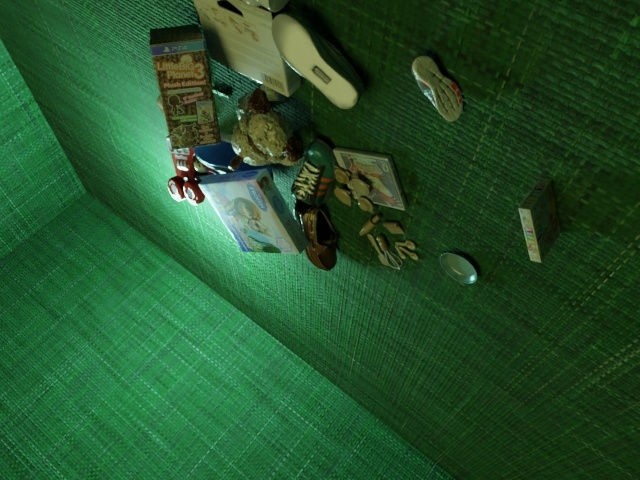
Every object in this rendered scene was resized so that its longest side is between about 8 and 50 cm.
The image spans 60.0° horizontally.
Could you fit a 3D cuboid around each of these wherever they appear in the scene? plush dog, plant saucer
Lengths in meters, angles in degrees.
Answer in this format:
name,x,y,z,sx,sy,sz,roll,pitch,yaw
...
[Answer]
name,x,y,z,sx,sy,sz,roll,pitch,yaw
plush dog,-0.163,-0.302,1.596,0.262,0.210,0.225,49,153,-12
plant saucer,0.398,0.073,1.583,0.119,0.021,0.119,34,154,19

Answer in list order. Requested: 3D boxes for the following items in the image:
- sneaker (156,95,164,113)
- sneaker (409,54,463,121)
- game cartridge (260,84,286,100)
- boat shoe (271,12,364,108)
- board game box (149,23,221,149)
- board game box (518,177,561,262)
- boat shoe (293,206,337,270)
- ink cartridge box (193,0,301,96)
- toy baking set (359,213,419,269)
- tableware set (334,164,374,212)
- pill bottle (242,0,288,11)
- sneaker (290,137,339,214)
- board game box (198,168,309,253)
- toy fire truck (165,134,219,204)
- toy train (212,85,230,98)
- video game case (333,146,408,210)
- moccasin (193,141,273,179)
name,x,y,z,sx,sy,sz,roll,pitch,yaw
sneaker,-0.487,-0.477,1.965,0.235,0.090,0.095,29,139,20
sneaker,0.244,-0.323,1.170,0.158,0.061,0.065,53,180,-18
game cartridge,-0.138,-0.427,1.591,0.083,0.017,0.056,15,140,45
boat shoe,0.001,-0.429,1.301,0.267,0.088,0.096,40,132,-8
board game box,-0.385,-0.440,1.579,0.232,0.141,0.291,-116,19,-56
board game box,0.475,-0.043,1.193,0.026,0.103,0.154,16,145,44
boat shoe,0.000,0.000,1.945,0.104,0.111,0.307,19,146,43
ink cartridge box,-0.193,-0.535,1.428,0.296,0.066,0.261,32,156,23
toy baking set,0.207,0.013,1.757,0.197,0.030,0.256,44,155,-3
tableware set,0.094,-0.146,1.632,0.141,0.020,0.168,31,154,27
pill bottle,-0.169,-0.603,1.235,0.216,0.121,0.121,36,154,14
sneaker,-0.024,-0.179,1.687,0.108,0.121,0.302,35,153,16
board game box,-0.234,-0.093,1.931,0.318,0.066,0.318,0,130,44
toy fire truck,-0.494,-0.292,2.179,0.302,0.169,0.254,14,124,45
toy train,-0.320,-0.475,1.780,0.083,0.017,0.023,29,161,27
video game case,0.141,-0.176,1.568,0.201,0.023,0.183,18,145,42
moccasin,-0.316,-0.257,1.979,0.342,0.138,0.117,29,156,29
